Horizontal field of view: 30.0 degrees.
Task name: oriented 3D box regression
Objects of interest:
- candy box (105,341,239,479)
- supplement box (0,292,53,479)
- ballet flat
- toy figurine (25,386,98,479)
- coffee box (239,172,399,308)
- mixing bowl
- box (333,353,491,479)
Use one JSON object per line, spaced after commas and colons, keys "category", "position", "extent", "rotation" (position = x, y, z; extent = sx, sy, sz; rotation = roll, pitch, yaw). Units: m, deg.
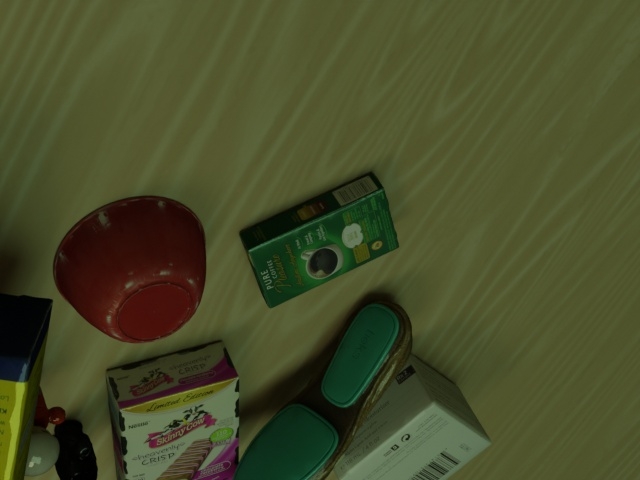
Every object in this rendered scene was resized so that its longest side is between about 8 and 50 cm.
{"category": "candy box", "position": [-0.190, 0.252, 1.566], "extent": [0.159, 0.071, 0.233], "rotation": [-14, 134, -18]}
{"category": "supplement box", "position": [-0.405, 0.237, 1.219], "extent": [0.194, 0.195, 0.356], "rotation": [11, 103, -8]}
{"category": "ballet flat", "position": [0.017, 0.234, 1.617], "extent": [0.342, 0.116, 0.124], "rotation": [-56, 151, -2]}
{"category": "toy figurine", "position": [-0.378, 0.286, 1.434], "extent": [0.209, 0.148, 0.213], "rotation": [-29, 138, -3]}
{"category": "coffee box", "position": [0.000, 0.000, 1.462], "extent": [0.184, 0.040, 0.113], "rotation": [-26, 137, -6]}
{"category": "mixing bowl", "position": [-0.202, 0.051, 1.354], "extent": [0.181, 0.098, 0.181], "rotation": [-16, 136, -16]}
{"category": "box", "position": [0.117, 0.277, 1.728], "extent": [0.181, 0.119, 0.182], "rotation": [-41, 136, 11]}
